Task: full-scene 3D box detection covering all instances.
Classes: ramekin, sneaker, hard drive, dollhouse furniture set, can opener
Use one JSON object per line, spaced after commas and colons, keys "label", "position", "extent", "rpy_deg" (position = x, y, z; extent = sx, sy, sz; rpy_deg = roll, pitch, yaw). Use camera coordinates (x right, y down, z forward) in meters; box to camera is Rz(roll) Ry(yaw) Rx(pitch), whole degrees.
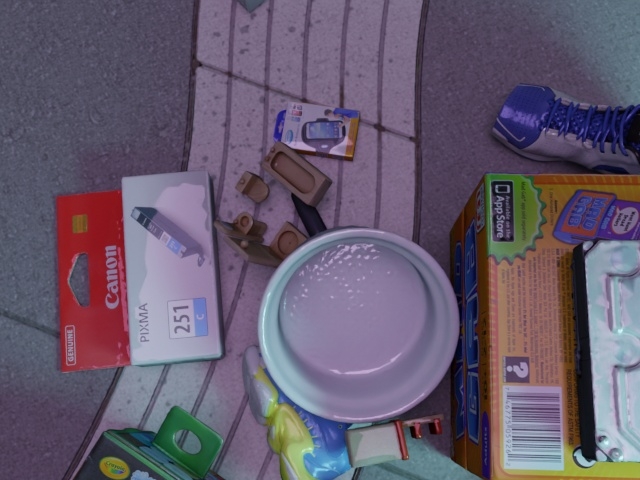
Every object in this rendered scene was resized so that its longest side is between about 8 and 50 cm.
{"label": "ramekin", "position": [0.050, 0.108, 1.165], "extent": [0.277, 0.135, 0.277], "rpy_deg": [0, 100, -2]}
{"label": "sneaker", "position": [0.433, -0.165, 1.219], "extent": [0.316, 0.182, 0.127], "rpy_deg": [26, 80, 7]}
{"label": "hard drive", "position": [0.447, 0.116, 0.862], "extent": [0.339, 0.064, 0.236], "rpy_deg": [1, 78, 3]}
{"label": "dollhouse furniture set", "position": [-0.081, -0.062, 1.221], "extent": [0.144, 0.123, 0.151], "rpy_deg": [40, 103, 29]}
{"label": "can opener", "position": [0.000, 0.000, 1.267], "extent": [0.073, 0.059, 0.186], "rpy_deg": [-23, 79, -2]}
{"label": "dollhouse furniture set", "position": [0.119, 0.372, 1.088], "extent": [0.135, 0.262, 0.259], "rpy_deg": [-9, 78, -2]}
{"label": "sneaker", "position": [-0.029, 0.258, 1.215], "extent": [0.126, 0.091, 0.240], "rpy_deg": [-18, 78, -20]}

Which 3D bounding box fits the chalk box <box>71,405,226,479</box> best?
{"label": "chalk box", "position": [-0.242, 0.377, 1.132], "extent": [0.180, 0.179, 0.289], "rpy_deg": [31, 83, 15]}

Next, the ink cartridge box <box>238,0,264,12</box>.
{"label": "ink cartridge box", "position": [-0.129, -0.462, 1.368], "extent": [0.088, 0.052, 0.122], "rpy_deg": [-41, 81, -6]}

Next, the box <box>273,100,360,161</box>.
{"label": "box", "position": [-0.008, -0.179, 1.319], "extent": [0.136, 0.028, 0.081], "rpy_deg": [9, 79, 2]}

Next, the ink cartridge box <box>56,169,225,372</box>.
{"label": "ink cartridge box", "position": [-0.290, 0.049, 1.266], "extent": [0.261, 0.066, 0.296], "rpy_deg": [-6, 78, 0]}

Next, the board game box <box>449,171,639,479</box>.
{"label": "board game box", "position": [0.369, 0.128, 1.074], "extent": [0.357, 0.356, 0.356], "rpy_deg": [1, 79, 3]}
